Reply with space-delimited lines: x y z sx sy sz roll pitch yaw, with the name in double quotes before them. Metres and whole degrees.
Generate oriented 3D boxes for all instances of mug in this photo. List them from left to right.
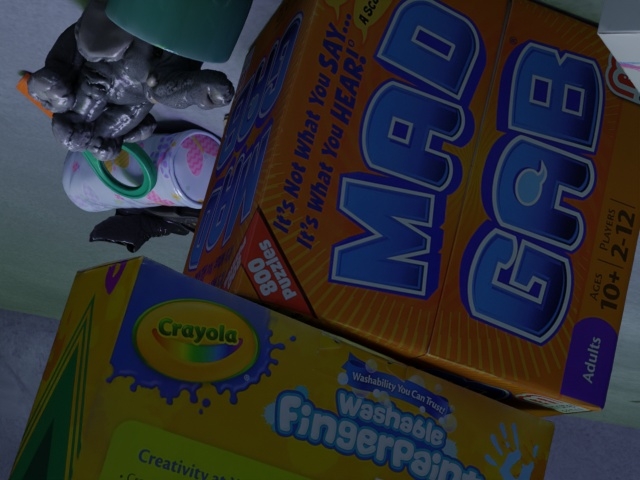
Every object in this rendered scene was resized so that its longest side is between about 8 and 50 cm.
"mug" -0.132 -0.245 1.205 0.129 0.097 0.158 14 -158 -28

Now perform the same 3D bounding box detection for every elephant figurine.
"elephant figurine" -0.181 -0.197 1.345 0.239 0.169 0.186 -28 96 36

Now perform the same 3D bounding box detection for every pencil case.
"pencil case" -0.257 -0.099 1.843 0.273 0.113 0.124 -1 164 44

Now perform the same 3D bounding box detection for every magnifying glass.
"magnifying glass" -0.320 -0.144 1.728 0.231 0.026 0.092 39 137 -5

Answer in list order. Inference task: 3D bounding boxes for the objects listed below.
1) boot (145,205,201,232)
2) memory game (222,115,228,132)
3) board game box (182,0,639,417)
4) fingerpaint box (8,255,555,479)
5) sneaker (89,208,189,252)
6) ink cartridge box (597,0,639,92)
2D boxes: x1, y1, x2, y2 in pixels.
"boot" -0.146 -0.041 2.041 0.263 0.091 0.229 12 171 23
"memory game" -0.045 -0.136 1.707 0.186 0.012 0.186 14 166 4
"board game box" 0.085 -0.033 1.289 0.356 0.356 0.356 19 164 -13
"fingerpaint box" -0.046 0.265 1.088 0.445 0.371 0.163 23 163 -27
"sneaker" -0.322 -0.014 2.257 0.170 0.089 0.051 21 164 -22
"ink cartridge box" 0.298 -0.187 1.048 0.090 0.092 0.143 4 161 35
